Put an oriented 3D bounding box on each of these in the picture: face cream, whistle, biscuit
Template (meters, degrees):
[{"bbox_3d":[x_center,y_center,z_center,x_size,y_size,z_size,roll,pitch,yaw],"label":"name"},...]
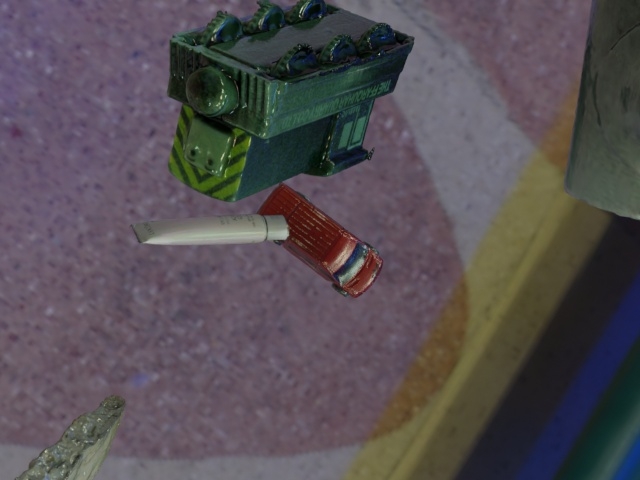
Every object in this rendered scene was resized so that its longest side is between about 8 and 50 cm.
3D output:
[{"bbox_3d":[-0.081,-0.007,1.121,0.115,0.038,0.020,-3,113,-16],"label":"face cream"},{"bbox_3d":[0.319,-0.104,1.041,0.404,0.188,0.168,-4,107,-38],"label":"whistle"},{"bbox_3d":[-0.285,0.270,1.597,0.265,0.040,0.188,-55,169,-11],"label":"biscuit"}]

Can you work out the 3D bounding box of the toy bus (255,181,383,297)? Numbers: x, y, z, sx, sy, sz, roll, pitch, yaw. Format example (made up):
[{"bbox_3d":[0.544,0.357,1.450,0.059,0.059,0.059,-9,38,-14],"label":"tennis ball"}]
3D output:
[{"bbox_3d":[0.000,0.000,2.181,0.081,0.195,0.089,-52,180,-5],"label":"toy bus"}]

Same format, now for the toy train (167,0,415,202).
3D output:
[{"bbox_3d":[-0.033,-0.140,1.531,0.330,0.138,0.178,-27,138,-57],"label":"toy train"}]
